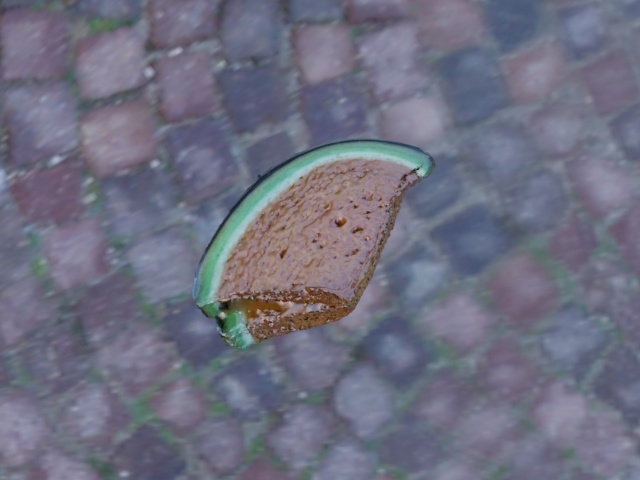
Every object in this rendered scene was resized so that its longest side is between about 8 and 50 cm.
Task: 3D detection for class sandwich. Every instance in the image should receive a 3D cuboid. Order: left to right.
[{"bbox_3d":[-0.004,0.001,0.749,0.101,0.069,0.026,-57,146,-17],"label":"sandwich"}]
